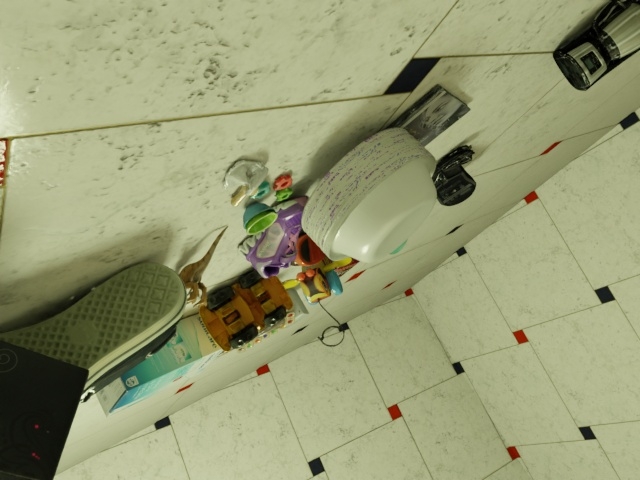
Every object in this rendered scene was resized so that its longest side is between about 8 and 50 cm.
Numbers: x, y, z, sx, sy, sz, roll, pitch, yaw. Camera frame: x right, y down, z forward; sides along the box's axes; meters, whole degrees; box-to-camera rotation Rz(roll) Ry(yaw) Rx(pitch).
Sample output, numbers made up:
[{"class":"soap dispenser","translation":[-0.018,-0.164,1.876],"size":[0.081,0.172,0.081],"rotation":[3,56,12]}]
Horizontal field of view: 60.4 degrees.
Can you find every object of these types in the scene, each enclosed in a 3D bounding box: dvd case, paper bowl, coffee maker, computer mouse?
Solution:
[{"class":"dvd case","translation":[0.214,-0.239,1.135],"size":[0.164,0.018,0.221],"rotation":[-38,164,24]},{"class":"paper bowl","translation":[0.113,-0.069,1.078],"size":[0.284,0.148,0.284],"rotation":[-37,161,-15]},{"class":"coffee maker","translation":[0.605,-0.408,1.173],"size":[0.178,0.120,0.171],"rotation":[-35,166,17]},{"class":"computer mouse","translation":[0.365,-0.179,1.565],"size":[0.189,0.072,0.272],"rotation":[-33,153,15]}]

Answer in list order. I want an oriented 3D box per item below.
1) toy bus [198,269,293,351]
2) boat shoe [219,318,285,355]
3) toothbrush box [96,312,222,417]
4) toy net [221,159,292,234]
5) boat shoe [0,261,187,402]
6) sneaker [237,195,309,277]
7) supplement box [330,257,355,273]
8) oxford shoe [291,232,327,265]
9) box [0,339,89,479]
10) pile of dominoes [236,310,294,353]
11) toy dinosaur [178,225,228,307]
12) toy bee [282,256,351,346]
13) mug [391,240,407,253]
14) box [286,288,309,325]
[{"class":"toy bus","translation":[-0.197,0.180,1.473],"size":[0.220,0.149,0.211],"rotation":[-32,179,-8]},{"class":"boat shoe","translation":[-0.261,0.263,1.648],"size":[0.324,0.116,0.123],"rotation":[-27,175,12]},{"class":"toothbrush box","translation":[-0.434,0.325,1.470],"size":[0.296,0.126,0.216],"rotation":[-20,161,-44]},{"class":"toy net","translation":[-0.099,-0.083,0.956],"size":[0.122,0.045,0.232],"rotation":[-30,165,-6]},{"class":"boat shoe","translation":[-0.455,0.215,0.950],"size":[0.500,0.186,0.156],"rotation":[-32,161,-21]},{"class":"sneaker","translation":[-0.080,0.000,1.155],"size":[0.095,0.104,0.236],"rotation":[-15,157,-45]},{"class":"supplement box","translation":[0.069,0.049,1.688],"size":[0.130,0.073,0.239],"rotation":[-15,159,-50]},{"class":"oxford shoe","translation":[0.000,0.000,1.401],"size":[0.098,0.096,0.271],"rotation":[-9,-175,42]},{"class":"box","translation":[-0.471,0.220,0.705],"size":[0.270,0.165,0.143],"rotation":[28,130,-26]},{"class":"pile of dominoes","translation":[-0.199,0.273,1.753],"size":[0.251,0.040,0.196],"rotation":[-30,136,3]},{"class":"toy dinosaur","translation":[-0.250,0.068,1.085],"size":[0.064,0.112,0.211],"rotation":[5,149,-45]},{"class":"toy bee","translation":[-0.002,0.099,1.428],"size":[0.195,0.298,0.162],"rotation":[-37,131,-4]},{"class":"mug","translation":[0.157,-0.023,1.503],"size":[0.097,0.129,0.157],"rotation":[10,137,-33]},{"class":"box","translation":[-0.111,0.235,1.879],"size":[0.101,0.102,0.087],"rotation":[-33,167,7]}]
